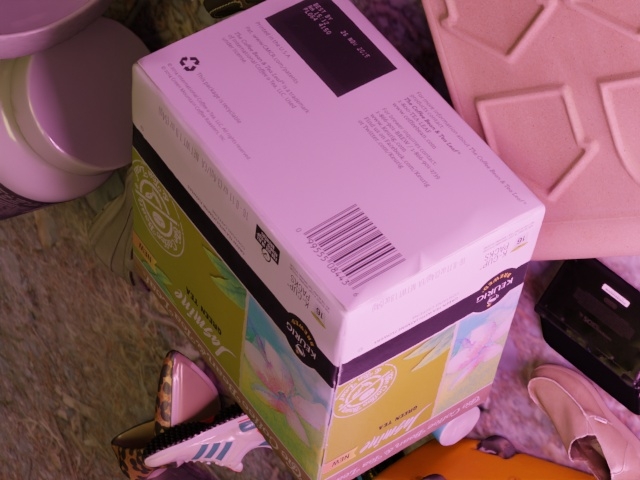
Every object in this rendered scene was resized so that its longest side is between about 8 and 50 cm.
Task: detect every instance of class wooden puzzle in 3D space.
[{"bbox_3d":[0.231,-0.150,1.477,0.322,0.080,0.348,-4,112,52],"label":"wooden puzzle"}]

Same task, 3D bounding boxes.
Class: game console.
[{"bbox_3d":[0.261,0.083,1.625,0.122,0.071,0.107,39,107,28],"label":"game console"}]

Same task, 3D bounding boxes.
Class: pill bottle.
[{"bbox_3d":[-0.346,-0.137,2.063,0.363,0.210,0.210,-11,102,52],"label":"pill bottle"}]

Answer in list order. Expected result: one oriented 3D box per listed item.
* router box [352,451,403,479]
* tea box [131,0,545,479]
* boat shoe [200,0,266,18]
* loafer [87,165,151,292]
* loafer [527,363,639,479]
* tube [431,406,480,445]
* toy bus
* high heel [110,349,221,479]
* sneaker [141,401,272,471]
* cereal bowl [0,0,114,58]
[{"bbox_3d":[0.030,0.235,1.964,0.133,0.046,0.179,-22,93,54],"label":"router box"},{"bbox_3d":[0.000,0.000,1.654,0.329,0.220,0.324,49,154,27],"label":"tea box"},{"bbox_3d":[-0.038,-0.243,1.738,0.223,0.080,0.073,-15,94,48],"label":"boat shoe"},{"bbox_3d":[-0.167,-0.036,1.999,0.111,0.112,0.319,53,150,5],"label":"loafer"},{"bbox_3d":[0.244,0.173,1.663,0.148,0.050,0.056,42,142,26],"label":"loafer"},{"bbox_3d":[0.080,0.123,1.843,0.207,0.052,0.080,46,129,31],"label":"tube"},{"bbox_3d":[0.197,0.283,1.738,0.332,0.108,0.130,13,121,46],"label":"toy bus"},{"bbox_3d":[-0.211,0.214,2.197,0.186,0.093,0.261,23,136,34],"label":"high heel"},{"bbox_3d":[-0.125,0.245,2.081,0.057,0.161,0.075,-121,9,-74],"label":"sneaker"},{"bbox_3d":[-0.352,-0.337,1.878,0.339,0.339,0.141,56,164,10],"label":"cereal bowl"}]
